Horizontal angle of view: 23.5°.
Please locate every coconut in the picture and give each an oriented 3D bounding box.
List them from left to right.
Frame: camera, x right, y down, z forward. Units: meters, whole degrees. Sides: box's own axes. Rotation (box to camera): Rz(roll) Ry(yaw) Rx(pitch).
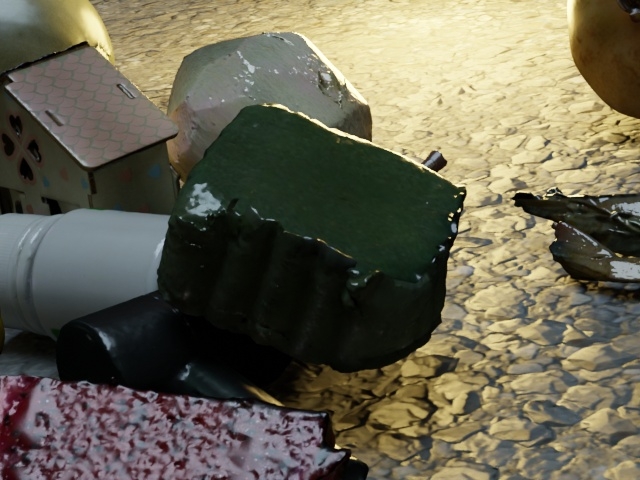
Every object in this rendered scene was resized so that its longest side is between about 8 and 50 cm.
[{"bbox_3d":[-0.066,-0.123,1.678,0.224,0.234,0.224,-37,-6,-5],"label":"coconut"}]

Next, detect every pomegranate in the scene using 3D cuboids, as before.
[{"bbox_3d":[0.443,-0.278,1.840,0.319,0.319,0.319,-7,21,3],"label":"pomegranate"}]

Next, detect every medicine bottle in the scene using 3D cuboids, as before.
[{"bbox_3d":[-0.211,0.039,1.461,0.237,0.139,0.139,3,23,32],"label":"medicine bottle"}]

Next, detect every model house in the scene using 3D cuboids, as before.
[{"bbox_3d":[-0.274,-0.088,1.668,0.169,0.244,0.326,-27,27,-36],"label":"model house"}]

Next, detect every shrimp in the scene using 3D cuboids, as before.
[{"bbox_3d":[0.292,0.005,1.482,0.254,0.059,0.145,7,35,23],"label":"shrimp"}]

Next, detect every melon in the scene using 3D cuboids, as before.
[{"bbox_3d":[-0.433,-0.253,2.122,0.330,0.268,0.268,14,29,29],"label":"melon"}]

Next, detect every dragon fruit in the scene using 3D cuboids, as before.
[{"bbox_3d":[-0.102,0.179,1.056,0.262,0.163,0.189,2,-6,17],"label":"dragon fruit"}]

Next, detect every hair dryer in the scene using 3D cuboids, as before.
[{"bbox_3d":[-0.035,0.121,1.257,0.244,0.116,0.302,-21,36,-35],"label":"hair dryer"}]

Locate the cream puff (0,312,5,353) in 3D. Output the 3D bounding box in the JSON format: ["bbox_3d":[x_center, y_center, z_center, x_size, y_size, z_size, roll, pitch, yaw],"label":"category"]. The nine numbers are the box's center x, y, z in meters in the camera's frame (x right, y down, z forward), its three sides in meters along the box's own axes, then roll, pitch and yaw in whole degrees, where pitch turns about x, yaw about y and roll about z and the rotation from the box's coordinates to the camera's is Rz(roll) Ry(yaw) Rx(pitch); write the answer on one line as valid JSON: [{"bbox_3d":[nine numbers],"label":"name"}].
[{"bbox_3d":[-0.443,0.057,1.234,0.323,0.269,0.274,6,0,30],"label":"cream puff"}]

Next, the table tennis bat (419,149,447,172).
[{"bbox_3d":[0.076,-0.007,1.656,0.107,0.119,0.170,36,66,27],"label":"table tennis bat"}]

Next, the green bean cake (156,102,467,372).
[{"bbox_3d":[0.000,0.000,1.261,0.227,0.125,0.222,18,31,8],"label":"green bean cake"}]
